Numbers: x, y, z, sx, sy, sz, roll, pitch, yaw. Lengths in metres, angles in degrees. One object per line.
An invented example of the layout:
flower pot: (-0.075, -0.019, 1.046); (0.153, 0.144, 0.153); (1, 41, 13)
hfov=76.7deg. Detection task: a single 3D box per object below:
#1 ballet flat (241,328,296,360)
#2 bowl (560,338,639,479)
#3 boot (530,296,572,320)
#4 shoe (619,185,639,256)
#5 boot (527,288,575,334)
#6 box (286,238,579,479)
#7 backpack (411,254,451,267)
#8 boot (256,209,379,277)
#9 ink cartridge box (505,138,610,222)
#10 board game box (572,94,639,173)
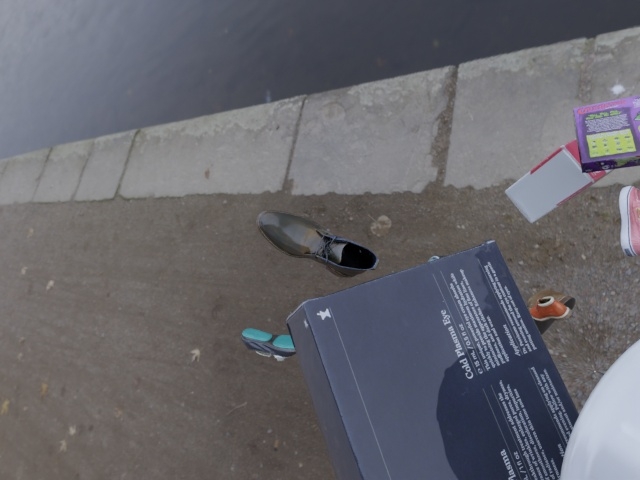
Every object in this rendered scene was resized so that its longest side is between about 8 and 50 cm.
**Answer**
ballet flat: (-0.129, 0.296, 1.130); (0.203, 0.074, 0.074); (6, 78, 23)
bowl: (0.389, 0.232, 0.372); (0.297, 0.298, 0.134); (-64, 21, 1)
boot: (0.739, 0.221, 1.339); (0.085, 0.158, 0.059); (38, 72, 0)
shoe: (0.666, -0.048, 0.823); (0.081, 0.063, 0.178); (-19, 39, 50)
boot: (0.850, 0.290, 1.598); (0.305, 0.112, 0.115); (-26, 34, -18)
box: (0.155, 0.216, 0.591); (0.313, 0.179, 0.343); (-15, 75, -18)
backpack: (0.283, 0.176, 0.963); (0.191, 0.225, 0.253); (-4, 71, -9)
boot: (0.000, 0.000, 0.706); (0.106, 0.219, 0.082); (-13, 54, 64)
ink cartridge box: (0.920, -0.253, 1.478); (0.160, 0.385, 0.279); (56, 150, 15)
board game box: (0.822, -0.277, 0.975); (0.347, 0.056, 0.208); (-5, 59, 29)
